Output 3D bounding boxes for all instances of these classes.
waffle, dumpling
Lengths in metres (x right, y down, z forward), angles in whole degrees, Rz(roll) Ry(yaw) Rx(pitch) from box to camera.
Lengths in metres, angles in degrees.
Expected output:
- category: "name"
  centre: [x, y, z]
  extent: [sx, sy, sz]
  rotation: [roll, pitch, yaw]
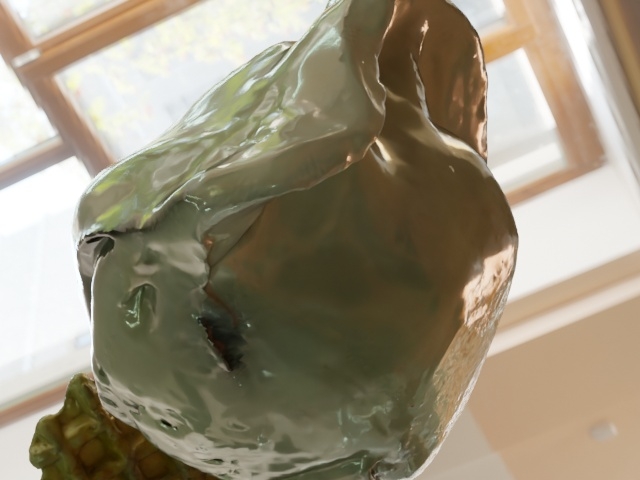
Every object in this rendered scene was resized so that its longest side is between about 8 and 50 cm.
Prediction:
- category: "waffle"
  centre: [-0.122, 0.205, 1.007]
  extent: [0.261, 0.250, 0.056]
  rotation: [19, -178, -34]
- category: "dumpling"
  centre: [0.000, 0.000, 0.581]
  extent: [0.243, 0.187, 0.318]
  rotation: [-61, -24, -23]
